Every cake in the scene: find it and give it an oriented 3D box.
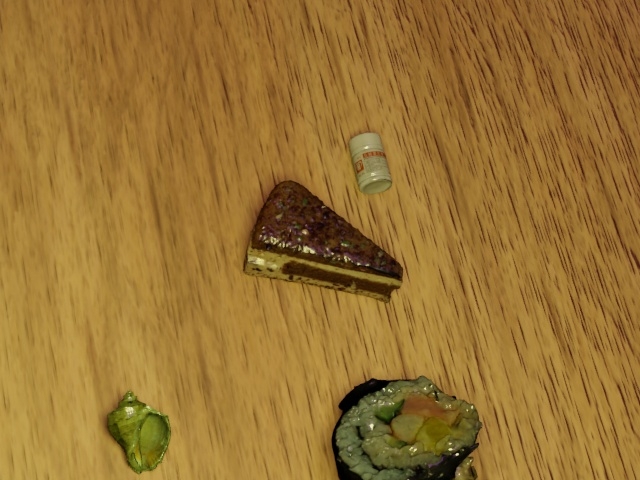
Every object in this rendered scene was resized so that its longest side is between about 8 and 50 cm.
[{"bbox_3d":[0.011,-0.002,1.971,0.246,0.112,0.135,12,60,-10],"label":"cake"}]

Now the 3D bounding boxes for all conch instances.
[{"bbox_3d":[-0.252,0.268,1.785,0.089,0.074,0.121,-13,90,18],"label":"conch"}]

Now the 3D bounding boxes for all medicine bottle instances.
[{"bbox_3d":[0.082,-0.126,2.081,0.057,0.057,0.089,-5,66,-18],"label":"medicine bottle"}]

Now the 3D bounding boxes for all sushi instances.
[{"bbox_3d":[0.130,0.334,1.806,0.238,0.218,0.225,-19,32,4],"label":"sushi"}]
